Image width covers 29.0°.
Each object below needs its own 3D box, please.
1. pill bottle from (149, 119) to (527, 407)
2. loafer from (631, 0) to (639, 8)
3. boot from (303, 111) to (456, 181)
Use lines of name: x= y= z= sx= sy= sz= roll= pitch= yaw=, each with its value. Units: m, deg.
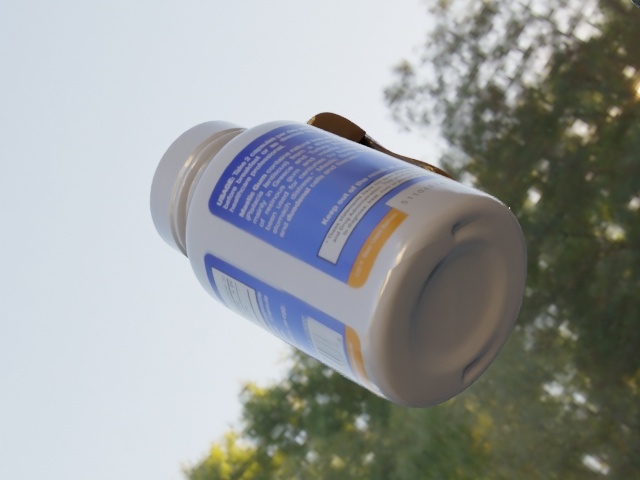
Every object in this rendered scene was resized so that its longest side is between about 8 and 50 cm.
pill bottle: x=0.000 y=0.000 z=0.891 sx=0.152 sy=0.272 sz=0.152 roll=-21 pitch=-57 yaw=-37
loafer: x=0.161 y=-0.193 z=0.598 sx=0.087 sy=0.251 sz=0.094 roll=-52 pitch=14 yaw=-17
boot: x=0.062 y=-0.037 z=1.054 sx=0.073 sy=0.197 sz=0.152 roll=-46 pitch=-2 yaw=-3
